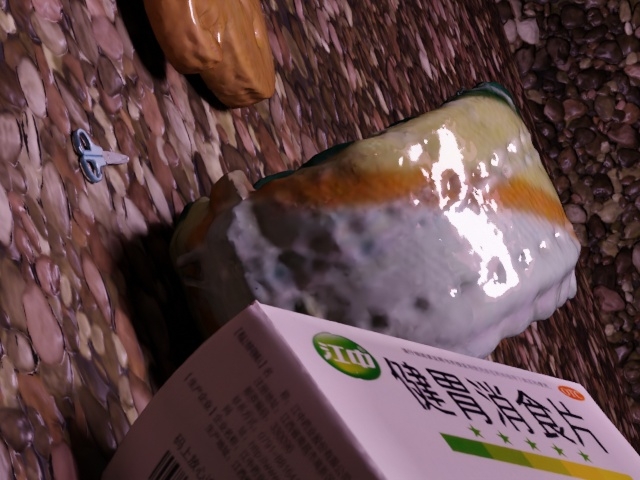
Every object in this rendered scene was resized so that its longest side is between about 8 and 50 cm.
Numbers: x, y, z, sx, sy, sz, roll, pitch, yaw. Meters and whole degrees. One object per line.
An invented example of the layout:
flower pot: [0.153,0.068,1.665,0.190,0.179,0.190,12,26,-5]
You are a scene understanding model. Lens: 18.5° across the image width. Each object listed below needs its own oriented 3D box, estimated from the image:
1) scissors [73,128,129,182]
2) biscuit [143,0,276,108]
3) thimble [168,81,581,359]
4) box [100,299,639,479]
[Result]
scissors: [-0.137,-0.053,1.247,0.036,0.006,0.083,69,14,4]
biscuit: [-0.105,-0.233,1.489,0.355,0.052,0.275,52,21,-59]
thimble: [0.031,0.012,1.289,0.288,0.254,0.167,-24,91,-62]
box: [0.062,0.164,1.110,0.333,0.145,0.173,17,26,-46]
